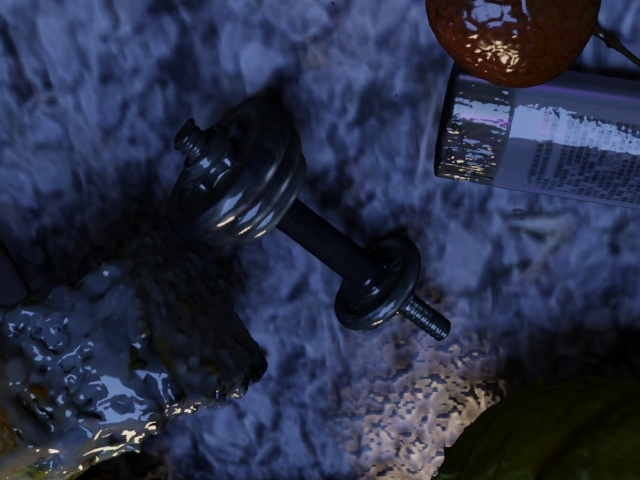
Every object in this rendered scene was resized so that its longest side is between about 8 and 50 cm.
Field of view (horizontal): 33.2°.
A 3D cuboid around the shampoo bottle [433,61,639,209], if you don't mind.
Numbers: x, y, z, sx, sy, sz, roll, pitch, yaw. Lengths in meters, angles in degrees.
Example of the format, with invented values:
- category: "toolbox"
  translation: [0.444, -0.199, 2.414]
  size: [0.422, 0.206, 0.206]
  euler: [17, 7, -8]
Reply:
- category: "shampoo bottle"
  translation: [0.192, -0.062, 0.696]
  size: [0.228, 0.056, 0.086]
  euler: [8, 129, 2]

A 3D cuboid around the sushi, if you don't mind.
- category: "sushi"
  translation: [-0.145, 0.080, 0.763]
  size: [0.184, 0.274, 0.139]
  euler: [-28, 91, 20]

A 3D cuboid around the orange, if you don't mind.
- category: "orange"
  translation: [0.234, 0.226, 0.773]
  size: [0.301, 0.223, 0.300]
  euler: [44, 166, 1]

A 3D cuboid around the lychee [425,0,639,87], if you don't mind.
- category: "lychee"
  translation: [0.119, -0.138, 0.632]
  size: [0.101, 0.140, 0.114]
  euler: [-20, 83, 26]

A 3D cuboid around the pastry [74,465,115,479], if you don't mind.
- category: "pastry"
  translation: [-0.316, 0.311, 0.918]
  size: [0.410, 0.245, 0.409]
  euler: [0, 134, 0]

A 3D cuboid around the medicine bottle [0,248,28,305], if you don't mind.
- category: "medicine bottle"
  translation: [-0.367, 0.089, 0.828]
  size: [0.254, 0.152, 0.152]
  euler: [-10, 124, 16]

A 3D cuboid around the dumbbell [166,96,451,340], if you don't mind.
- category: "dumbbell"
  translation: [0.000, 0.000, 0.749]
  size: [0.110, 0.110, 0.254]
  euler: [-36, 121, 29]
